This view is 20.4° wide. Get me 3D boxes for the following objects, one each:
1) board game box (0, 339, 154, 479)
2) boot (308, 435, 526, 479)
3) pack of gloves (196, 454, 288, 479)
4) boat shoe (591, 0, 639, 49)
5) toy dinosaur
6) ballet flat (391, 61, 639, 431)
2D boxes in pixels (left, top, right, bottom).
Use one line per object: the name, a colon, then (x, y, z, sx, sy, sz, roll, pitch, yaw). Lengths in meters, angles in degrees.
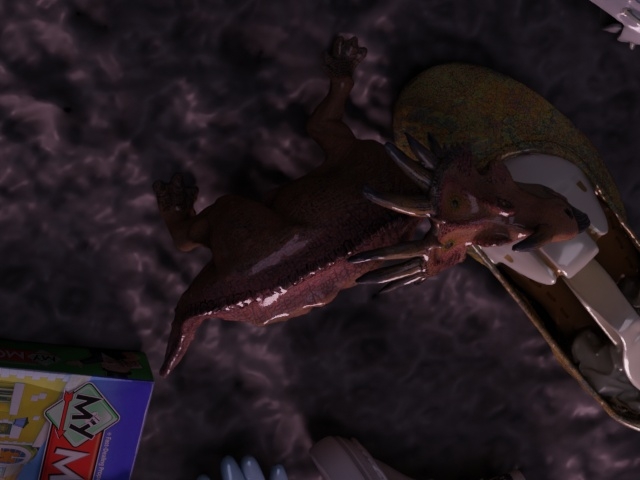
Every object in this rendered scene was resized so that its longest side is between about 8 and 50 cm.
board game box: (-0.256, 0.215, 1.259, 0.214, 0.046, 0.317, 7, 113, -20)
boot: (0.096, 0.205, 1.348, 0.123, 0.095, 0.258, -38, 129, -3)
pack of gloves: (-0.097, 0.272, 1.303, 0.195, 0.046, 0.232, -19, 126, -21)
boat shoe: (0.219, -0.169, 1.204, 0.226, 0.083, 0.076, 37, 116, -20)
toy dinosaur: (0.000, 0.000, 1.138, 0.296, 0.200, 0.127, -34, 121, 5)
ballet flat: (0.179, 0.016, 1.254, 0.123, 0.123, 0.348, -38, 120, 4)
